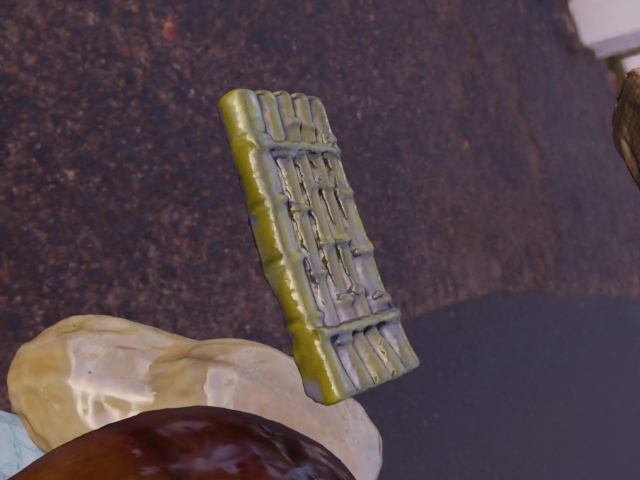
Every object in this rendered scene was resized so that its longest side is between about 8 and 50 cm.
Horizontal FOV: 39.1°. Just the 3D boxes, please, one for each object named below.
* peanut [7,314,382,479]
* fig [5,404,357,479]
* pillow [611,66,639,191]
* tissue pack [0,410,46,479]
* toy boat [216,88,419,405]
[{"bbox_3d":[-0.104,0.143,0.731,0.152,0.313,0.152,15,90,-80],"label":"peanut"},{"bbox_3d":[-0.038,0.175,0.318,0.235,0.214,0.235,32,18,-11],"label":"fig"},{"bbox_3d":[0.366,-0.085,0.988,0.135,0.034,0.211,80,0,-51],"label":"pillow"},{"bbox_3d":[-0.437,0.443,1.139,0.162,0.287,0.388,21,18,-30],"label":"tissue pack"},{"bbox_3d":[0.000,0.000,0.331,0.063,0.016,0.115,-8,77,-58],"label":"toy boat"}]
